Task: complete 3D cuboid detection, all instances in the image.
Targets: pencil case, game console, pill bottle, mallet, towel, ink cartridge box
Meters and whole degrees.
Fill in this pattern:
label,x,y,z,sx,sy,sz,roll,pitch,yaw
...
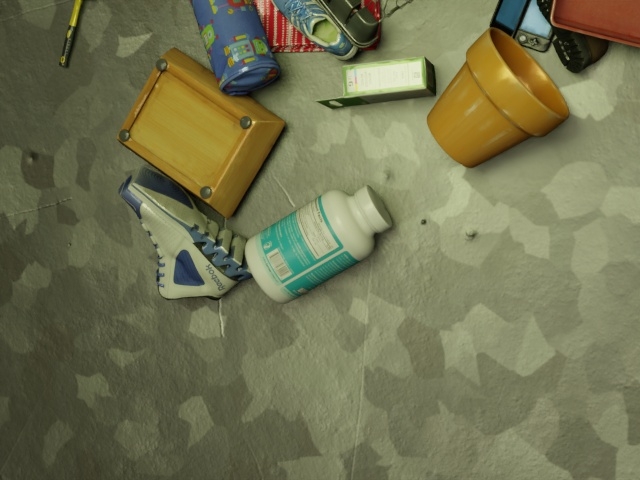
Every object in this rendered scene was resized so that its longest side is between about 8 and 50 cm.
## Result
label,x,y,z,sx,sy,sz,roll,pitch,yaw
pencil case,-0.185,-0.423,1.664,0.133,0.119,0.306,-38,69,48
game console,0.374,-0.413,1.548,0.107,0.071,0.122,24,99,14
pill bottle,0.000,0.000,1.636,0.264,0.146,0.146,-30,84,15
mallet,-0.529,-0.464,1.833,0.062,0.039,0.190,28,103,12
towel,-0.015,-0.467,1.682,0.274,0.031,0.199,3,92,16
ink cartridge box,0.102,-0.293,1.613,0.209,0.109,0.062,-5,91,17

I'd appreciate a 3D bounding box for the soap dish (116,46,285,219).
label,x,y,z,sx,sy,sz,roll,pitch,yaw
soap dish,-0.246,-0.214,1.714,0.290,0.118,0.229,35,101,13

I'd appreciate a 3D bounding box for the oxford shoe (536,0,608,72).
label,x,y,z,sx,sy,sz,roll,pitch,yaw
oxford shoe,0.439,-0.417,1.517,0.096,0.083,0.227,-29,107,-14

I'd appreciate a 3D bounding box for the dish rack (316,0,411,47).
label,x,y,z,sx,sy,sz,roll,pitch,yaw
dish rack,0.114,-0.505,1.589,0.271,0.074,0.208,-37,87,-18

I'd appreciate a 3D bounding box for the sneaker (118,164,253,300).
label,x,y,z,sx,sy,sz,roll,pitch,yaw
sneaker,-0.286,0.019,1.701,0.315,0.127,0.182,40,111,-14

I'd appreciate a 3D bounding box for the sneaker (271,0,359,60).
label,x,y,z,sx,sy,sz,roll,pitch,yaw
sneaker,-0.015,-0.423,1.625,0.211,0.081,0.080,40,103,13

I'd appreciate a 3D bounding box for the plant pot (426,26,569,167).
label,x,y,z,sx,sy,sz,roll,pitch,yaw
plant pot,0.296,-0.233,1.525,0.188,0.205,0.205,-42,81,29

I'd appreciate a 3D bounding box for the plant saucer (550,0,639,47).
label,x,y,z,sx,sy,sz,roll,pitch,yaw
plant saucer,0.504,-0.464,1.463,0.258,0.047,0.259,7,96,-21
